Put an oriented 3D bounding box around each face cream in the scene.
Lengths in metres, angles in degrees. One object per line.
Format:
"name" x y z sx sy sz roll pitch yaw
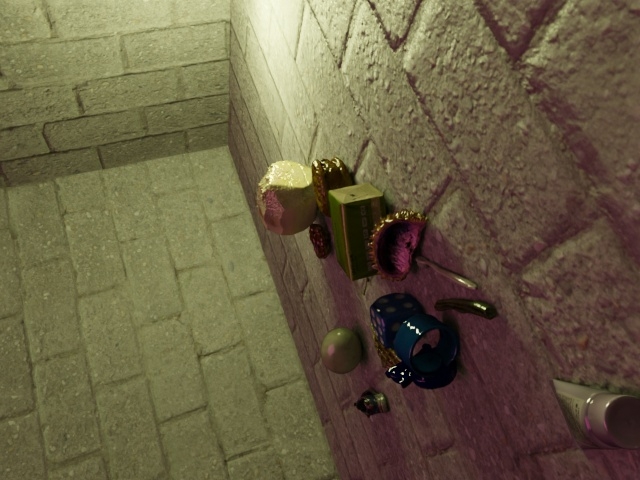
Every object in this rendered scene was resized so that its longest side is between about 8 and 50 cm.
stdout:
"face cream" 0.529 0.345 1.038 0.274 0.096 0.154 89 160 -76

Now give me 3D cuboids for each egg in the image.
"egg" 0.092 0.489 2.372 0.186 0.186 0.253 -121 21 -44

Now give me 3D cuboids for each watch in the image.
"watch" 0.301 0.323 1.563 0.171 0.196 0.200 24 135 57

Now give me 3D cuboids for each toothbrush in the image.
"toothbrush" 0.348 0.094 1.497 0.307 0.025 0.030 33 143 67

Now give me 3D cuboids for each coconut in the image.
"coconut" -0.153 -0.179 2.447 0.310 0.297 0.297 97 153 -42

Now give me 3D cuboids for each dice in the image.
"dice" 0.250 0.262 1.754 0.146 0.146 0.143 -129 27 -63

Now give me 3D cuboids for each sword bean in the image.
"sword bean" 0.383 0.181 1.441 0.269 0.038 0.043 169 111 -73

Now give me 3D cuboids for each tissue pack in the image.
"tissue pack" 0.132 -0.034 1.824 0.200 0.167 0.275 -127 26 -68

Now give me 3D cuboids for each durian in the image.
"durian" 0.229 -0.001 1.658 0.186 0.153 0.261 -66 -12 -64

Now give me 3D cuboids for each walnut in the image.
"walnut" 0.000 0.000 2.473 0.143 0.069 0.170 -179 74 -71

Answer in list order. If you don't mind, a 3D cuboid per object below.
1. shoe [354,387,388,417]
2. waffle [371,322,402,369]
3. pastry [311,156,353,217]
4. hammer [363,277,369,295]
"shoe" 0.204 0.713 2.310 0.227 0.125 0.099 147 105 -71
"waffle" 0.260 0.402 1.987 0.214 0.054 0.208 163 96 -68
"pastry" 0.048 -0.202 2.078 0.235 0.132 0.240 91 166 -64
"hammer" 0.182 0.186 2.138 0.123 0.014 0.029 93 165 -52
